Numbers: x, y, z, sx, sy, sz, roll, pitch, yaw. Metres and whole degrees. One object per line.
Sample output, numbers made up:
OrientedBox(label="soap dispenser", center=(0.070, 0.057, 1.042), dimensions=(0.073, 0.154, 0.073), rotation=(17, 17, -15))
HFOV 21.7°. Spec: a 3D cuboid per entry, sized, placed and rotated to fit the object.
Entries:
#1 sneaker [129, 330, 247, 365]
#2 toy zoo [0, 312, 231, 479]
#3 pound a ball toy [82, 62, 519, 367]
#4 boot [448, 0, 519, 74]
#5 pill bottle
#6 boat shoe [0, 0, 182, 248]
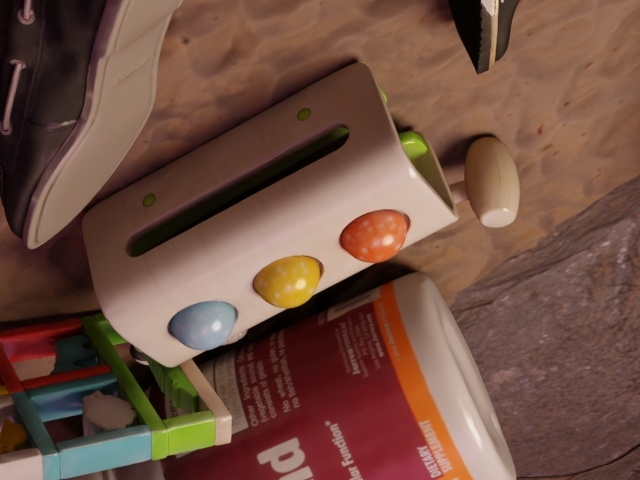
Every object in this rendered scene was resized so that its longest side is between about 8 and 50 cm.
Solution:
OrientedBox(label="sneaker", center=(-0.122, 0.079, 1.508), dimensions=(0.109, 0.040, 0.044), rotation=(-20, 133, -6))
OrientedBox(label="toy zoo", center=(-0.243, 0.133, 1.363), dimensions=(0.293, 0.192, 0.030), rotation=(-10, 121, -23))
OrientedBox(label="pound a ball toy", center=(0.000, 0.000, 1.358), dimensions=(0.319, 0.136, 0.208), rotation=(-27, 146, 13))
OrientedBox(label="boot", center=(0.163, -0.209, 1.197), dimensions=(0.137, 0.077, 0.198), rotation=(-19, 148, -9))
OrientedBox(label="pill bottle", center=(-0.038, 0.203, 1.551), dimensions=(0.392, 0.224, 0.224), rotation=(-24, 146, 8))
OrientedBox(label="boat shoe", center=(-0.173, -0.124, 1.156), dimensions=(0.112, 0.095, 0.335), rotation=(-40, 168, -39))
